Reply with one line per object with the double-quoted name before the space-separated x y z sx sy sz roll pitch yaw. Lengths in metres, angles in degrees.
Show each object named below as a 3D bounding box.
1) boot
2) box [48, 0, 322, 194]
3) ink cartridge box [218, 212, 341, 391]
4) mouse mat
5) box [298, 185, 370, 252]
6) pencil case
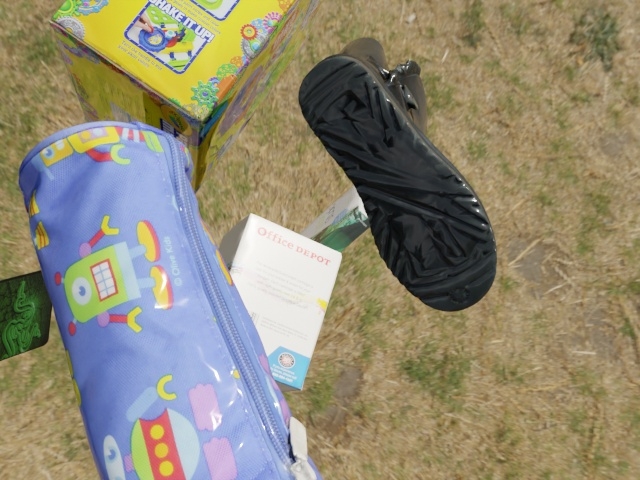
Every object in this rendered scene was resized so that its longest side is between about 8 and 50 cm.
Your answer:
"boot" 0.083 -0.076 0.698 0.094 0.207 0.246 -33 98 21
"box" -0.135 -0.243 0.869 0.177 0.290 0.279 34 76 -3
"ink cartridge box" -0.100 0.107 1.216 0.171 0.168 0.233 25 69 -17
"mouse mat" -0.592 0.149 1.478 0.007 0.152 0.190 29 117 27
"box" 0.000 0.000 1.862 0.058 0.232 0.322 43 109 -13
"pencil case" -0.096 0.067 0.478 0.133 0.119 0.306 -31 70 21
